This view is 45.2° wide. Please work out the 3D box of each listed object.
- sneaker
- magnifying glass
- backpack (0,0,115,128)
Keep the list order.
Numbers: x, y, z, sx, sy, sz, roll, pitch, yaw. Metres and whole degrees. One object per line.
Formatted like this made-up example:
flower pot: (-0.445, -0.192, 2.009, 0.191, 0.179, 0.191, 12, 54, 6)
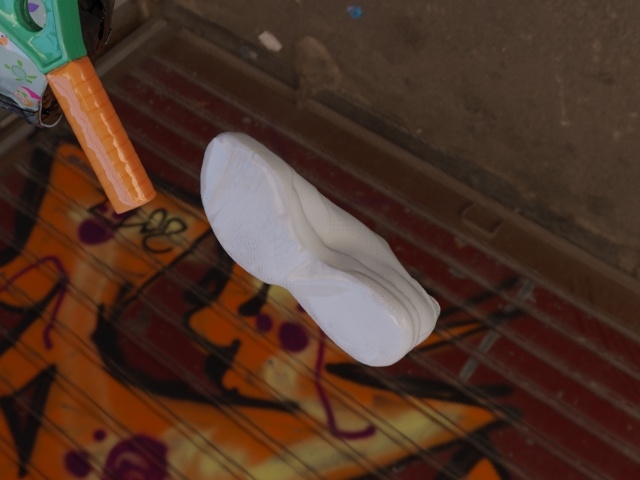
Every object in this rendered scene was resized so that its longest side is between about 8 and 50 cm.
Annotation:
sneaker: (0.000, 0.000, 0.569, 0.212, 0.094, 0.080, 46, 123, 15)
magnifying glass: (-0.159, -0.123, 0.441, 0.092, 0.026, 0.231, -16, 108, 29)
backpack: (-0.324, -0.259, 0.852, 0.191, 0.225, 0.253, 23, 171, -20)
